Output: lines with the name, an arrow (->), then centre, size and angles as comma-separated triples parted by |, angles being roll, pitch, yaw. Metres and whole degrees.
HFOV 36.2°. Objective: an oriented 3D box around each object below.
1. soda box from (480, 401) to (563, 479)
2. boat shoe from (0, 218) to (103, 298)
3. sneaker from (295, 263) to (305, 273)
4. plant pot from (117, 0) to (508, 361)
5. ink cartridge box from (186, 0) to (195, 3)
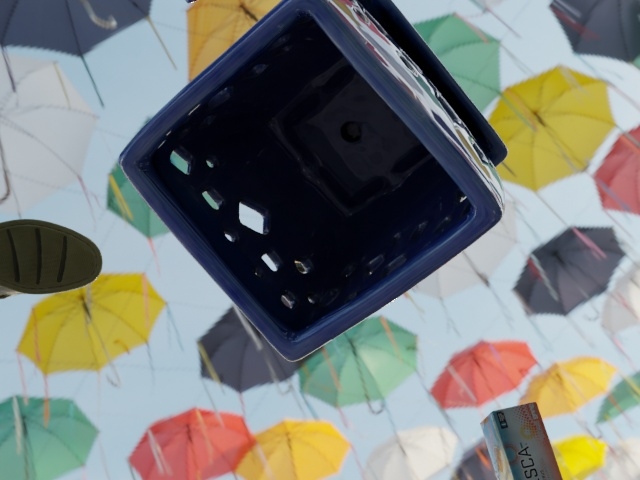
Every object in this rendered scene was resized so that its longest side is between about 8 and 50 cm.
soda box -> 0.253, 0.292, 1.174 | 0.063, 0.183, 0.058 | -10, -24, -12
boat shoe -> -0.472, 0.031, 1.439 | 0.302, 0.113, 0.103 | 0, -8, -8
sneaker -> 0.000, 0.000, 1.467 | 0.162, 0.063, 0.073 | -46, -17, -19
plant pot -> 0.013, -0.076, 0.848 | 0.236, 0.212, 0.236 | -38, -84, 28
ink cartridge box -> -0.088, -0.381, 1.260 | 0.207, 0.046, 0.097 | -25, -25, -28
